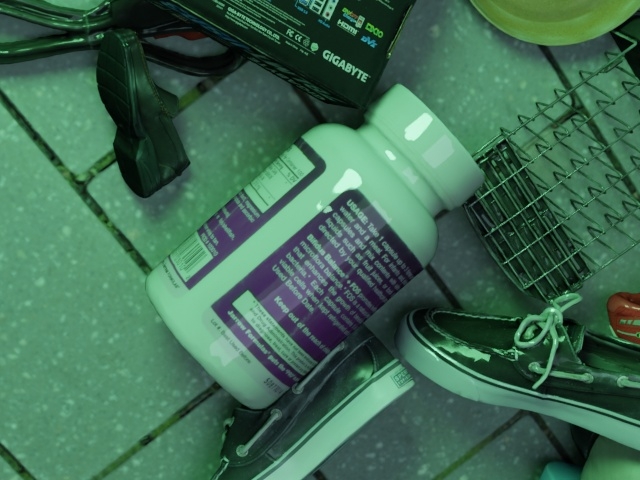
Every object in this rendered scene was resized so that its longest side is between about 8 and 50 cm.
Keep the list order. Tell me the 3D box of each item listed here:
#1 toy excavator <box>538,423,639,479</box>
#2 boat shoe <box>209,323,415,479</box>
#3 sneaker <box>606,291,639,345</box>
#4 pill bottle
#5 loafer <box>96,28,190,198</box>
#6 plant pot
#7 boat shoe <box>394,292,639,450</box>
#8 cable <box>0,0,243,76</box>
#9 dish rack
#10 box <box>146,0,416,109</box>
[{"bbox_3d":[0.285,0.389,1.375,0.433,0.222,0.445,13,111,-17],"label":"toy excavator"},{"bbox_3d":[-0.049,0.198,1.276,0.301,0.108,0.102,-42,80,14],"label":"boat shoe"},{"bbox_3d":[0.422,0.035,1.316,0.279,0.107,0.118,-31,97,16],"label":"sneaker"},{"bbox_3d":[0.000,0.000,1.186,0.301,0.169,0.169,-41,112,1],"label":"pill bottle"},{"bbox_3d":[-0.158,-0.121,1.157,0.061,0.062,0.170,-29,138,-25],"label":"loafer"},{"bbox_3d":[0.229,-0.306,1.227,0.236,0.032,0.236,-4,108,-13],"label":"plant pot"},{"bbox_3d":[0.228,0.112,1.262,0.306,0.113,0.105,21,122,11],"label":"boat shoe"},{"bbox_3d":[-0.183,-0.199,1.154,0.287,0.072,0.139,-13,127,2],"label":"cable"},{"bbox_3d":[0.272,-0.074,1.290,0.271,0.074,0.208,-36,111,0],"label":"dish rack"},{"bbox_3d":[-0.024,-0.303,1.085,0.296,0.073,0.293,25,86,-33],"label":"box"}]
